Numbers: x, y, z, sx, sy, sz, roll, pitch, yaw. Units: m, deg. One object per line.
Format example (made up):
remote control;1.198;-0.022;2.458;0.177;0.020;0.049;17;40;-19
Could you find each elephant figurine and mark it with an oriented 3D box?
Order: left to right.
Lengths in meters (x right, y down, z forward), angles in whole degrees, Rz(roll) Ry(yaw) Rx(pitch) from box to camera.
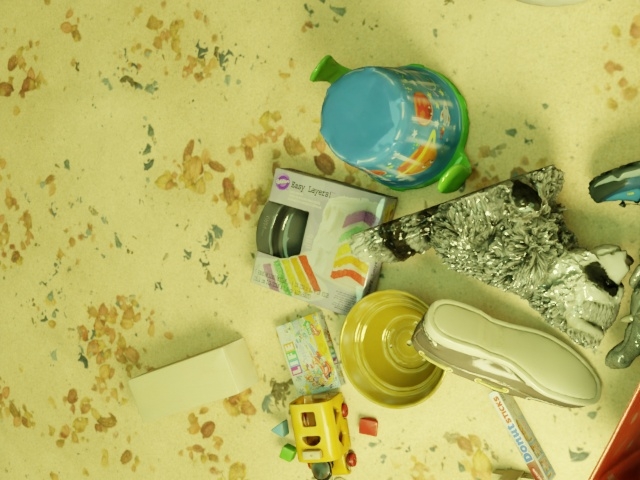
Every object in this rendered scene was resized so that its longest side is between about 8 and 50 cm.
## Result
elephant figurine;0.532;0.075;1.249;0.186;0.239;0.169;-9;64;-4

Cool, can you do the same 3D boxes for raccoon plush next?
raccoon plush;0.299;0.061;1.405;0.446;0.216;0.299;-19;91;43

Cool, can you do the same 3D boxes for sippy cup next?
sippy cup;0.118;-0.209;1.451;0.305;0.224;0.240;6;93;29

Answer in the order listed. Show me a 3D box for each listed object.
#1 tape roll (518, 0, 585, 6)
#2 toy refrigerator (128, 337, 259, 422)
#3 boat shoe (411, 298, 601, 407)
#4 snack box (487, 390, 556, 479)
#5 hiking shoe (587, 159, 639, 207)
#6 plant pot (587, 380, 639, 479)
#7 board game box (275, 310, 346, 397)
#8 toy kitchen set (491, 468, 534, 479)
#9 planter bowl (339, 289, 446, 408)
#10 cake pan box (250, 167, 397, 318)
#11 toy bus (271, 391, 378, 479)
tape roll;0.402;-0.593;1.374;0.392;0.072;0.392;1;92;29
toy refrigerator;-0.271;0.299;1.751;0.269;0.094;0.102;-23;87;28
boat shoe;0.312;0.205;1.385;0.324;0.116;0.096;23;139;-5
snack box;0.351;0.338;1.425;0.022;0.064;0.178;-33;76;23
hiking shoe;0.572;-0.067;1.269;0.304;0.113;0.132;-4;92;30
plant pot;0.584;0.306;1.201;0.267;0.236;0.267;28;105;25
board game box;-0.020;0.231;1.647;0.103;0.026;0.154;-24;80;27
toy kitchen set;0.338;0.448;1.432;0.083;0.068;0.075;1;92;29
planter bowl;0.150;0.195;1.517;0.217;0.090;0.217;1;92;28
cake pan box;0.000;0.000;1.610;0.267;0.070;0.245;19;98;27
toy bus;0.001;0.394;1.584;0.202;0.104;0.191;37;106;15
